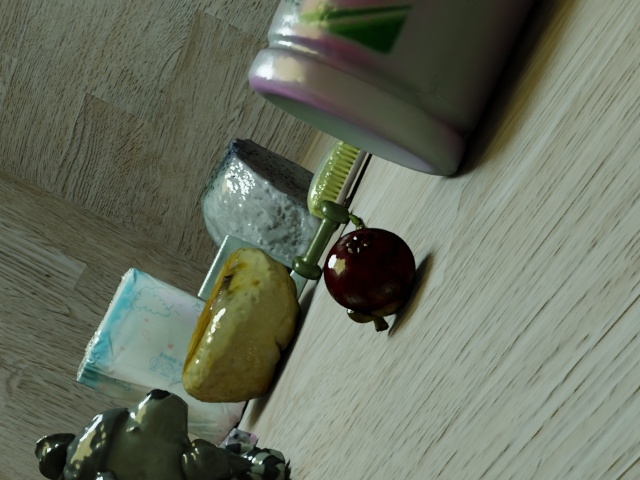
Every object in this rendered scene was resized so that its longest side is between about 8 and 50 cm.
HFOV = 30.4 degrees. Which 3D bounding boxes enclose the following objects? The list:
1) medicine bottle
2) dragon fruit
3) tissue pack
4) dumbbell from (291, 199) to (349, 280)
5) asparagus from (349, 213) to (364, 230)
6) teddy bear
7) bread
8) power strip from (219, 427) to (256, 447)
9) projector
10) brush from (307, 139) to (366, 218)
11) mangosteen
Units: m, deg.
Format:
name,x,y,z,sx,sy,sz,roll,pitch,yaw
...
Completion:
name,x,y,z,sx,sy,sz,roll,pitch,yaw
medicine bottle,0.091,-0.241,1.051,0.212,0.212,0.325,-148,83,-85
dragon fruit,-0.111,-0.036,2.082,0.204,0.221,0.283,-57,9,14
tissue pack,-0.238,0.190,1.939,0.201,0.271,0.124,-68,7,-32
dumbbell,0.000,0.000,1.715,0.118,0.046,0.052,-64,11,14
asparagus,0.048,-0.021,1.518,0.016,0.013,0.166,-23,8,0
teddy bear,-0.146,0.233,1.159,0.144,0.251,0.171,-65,19,7
bread,-0.110,0.132,1.728,0.244,0.134,0.244,-61,9,16
power strip,-0.152,0.348,1.625,0.109,0.037,0.279,-68,6,-33
projector,-0.107,0.070,1.885,0.115,0.147,0.061,-65,5,-2
brush,0.059,-0.165,1.827,0.313,0.067,0.072,-64,4,-11
mangosteen,0.042,0.028,1.010,0.081,0.081,0.081,-64,5,11
